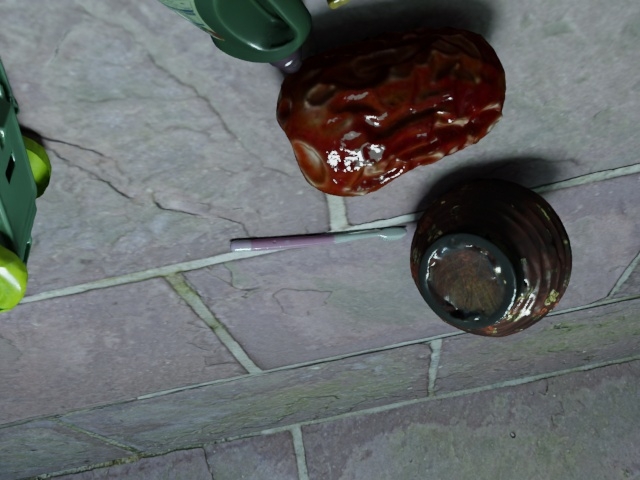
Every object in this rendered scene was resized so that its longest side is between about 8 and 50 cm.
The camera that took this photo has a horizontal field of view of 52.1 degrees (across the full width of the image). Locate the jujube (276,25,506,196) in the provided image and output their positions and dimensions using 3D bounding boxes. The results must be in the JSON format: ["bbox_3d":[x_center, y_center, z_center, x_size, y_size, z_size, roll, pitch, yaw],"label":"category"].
[{"bbox_3d":[0.071,-0.136,0.677,0.230,0.155,0.155,-19,153,-6],"label":"jujube"}]

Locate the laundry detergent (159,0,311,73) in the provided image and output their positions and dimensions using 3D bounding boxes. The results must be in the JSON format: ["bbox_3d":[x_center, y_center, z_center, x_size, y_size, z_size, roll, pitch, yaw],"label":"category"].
[{"bbox_3d":[-0.070,-0.197,0.535,0.144,0.078,0.222,22,176,37],"label":"laundry detergent"}]

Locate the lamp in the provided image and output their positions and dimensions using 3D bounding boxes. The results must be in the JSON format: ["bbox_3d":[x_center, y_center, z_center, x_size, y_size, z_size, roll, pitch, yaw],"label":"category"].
[{"bbox_3d":[0.249,0.025,0.972,0.247,0.247,0.247,-8,153,-4],"label":"lamp"}]

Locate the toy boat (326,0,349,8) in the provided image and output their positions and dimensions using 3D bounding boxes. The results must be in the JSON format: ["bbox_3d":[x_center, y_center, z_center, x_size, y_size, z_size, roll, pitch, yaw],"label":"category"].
[{"bbox_3d":[0.105,-0.272,0.449,0.321,0.121,0.089,-28,142,31],"label":"toy boat"}]

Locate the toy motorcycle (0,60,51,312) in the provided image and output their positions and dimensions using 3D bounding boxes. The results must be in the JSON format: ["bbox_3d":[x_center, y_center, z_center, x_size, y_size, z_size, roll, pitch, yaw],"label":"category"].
[{"bbox_3d":[-0.375,-0.090,0.588,0.200,0.191,0.326,-3,137,-7],"label":"toy motorcycle"}]

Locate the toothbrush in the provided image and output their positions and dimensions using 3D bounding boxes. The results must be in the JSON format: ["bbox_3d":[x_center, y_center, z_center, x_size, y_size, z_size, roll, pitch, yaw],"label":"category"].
[{"bbox_3d":[0.000,0.000,1.043,0.286,0.020,0.025,-4,159,-12],"label":"toothbrush"}]
